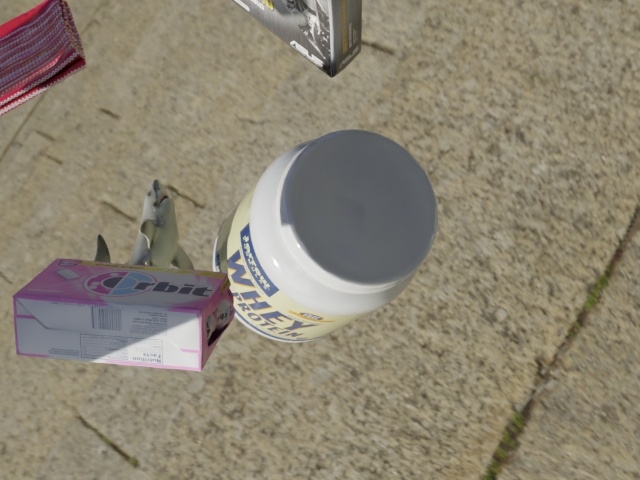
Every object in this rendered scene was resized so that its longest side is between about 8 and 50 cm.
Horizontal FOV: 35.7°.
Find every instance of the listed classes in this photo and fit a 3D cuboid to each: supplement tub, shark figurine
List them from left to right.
[{"bbox_3d":[-0.284,0.039,1.451,0.116,0.166,0.278,-16,18,23],"label":"shark figurine"},{"bbox_3d":[0.000,0.000,1.332,0.235,0.325,0.235,5,74,-18],"label":"supplement tub"}]

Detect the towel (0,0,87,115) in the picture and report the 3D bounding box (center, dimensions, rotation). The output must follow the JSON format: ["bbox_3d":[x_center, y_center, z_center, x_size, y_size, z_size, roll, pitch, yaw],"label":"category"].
[{"bbox_3d":[-0.428,-0.251,1.382,0.199,0.031,0.275,-31,35,-2],"label":"towel"}]

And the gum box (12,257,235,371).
[{"bbox_3d":[-0.181,0.068,0.946,0.188,0.107,0.062,5,108,7],"label":"gum box"}]

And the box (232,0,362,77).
[{"bbox_3d":[-0.054,-0.310,1.105,0.231,0.183,0.056,40,74,17],"label":"box"}]
